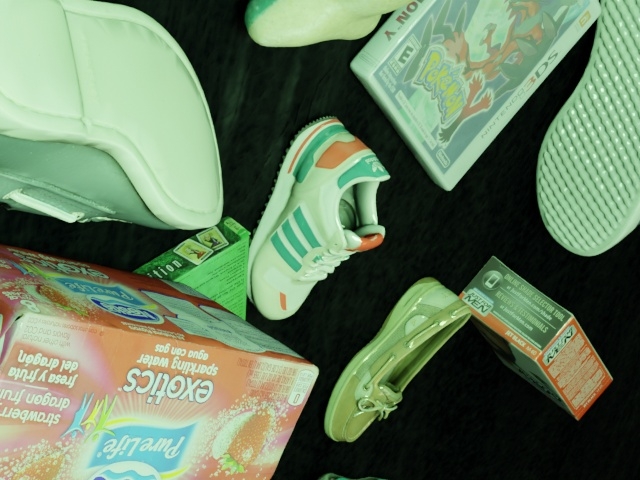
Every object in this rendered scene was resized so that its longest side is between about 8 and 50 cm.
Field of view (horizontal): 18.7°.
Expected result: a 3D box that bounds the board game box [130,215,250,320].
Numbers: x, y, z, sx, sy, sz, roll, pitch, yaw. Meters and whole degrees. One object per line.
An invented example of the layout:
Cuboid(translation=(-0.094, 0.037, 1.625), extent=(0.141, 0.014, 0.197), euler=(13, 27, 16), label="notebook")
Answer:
Cuboid(translation=(-0.151, 0.094, 1.262), extent=(0.259, 0.030, 0.136), euler=(-31, 142, -32), label="board game box")

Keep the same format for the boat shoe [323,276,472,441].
Cuboid(translation=(0.060, 0.102, 1.546), extent=(0.153, 0.048, 0.056), euler=(-53, 151, 2), label="boat shoe")

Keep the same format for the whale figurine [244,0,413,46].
Cuboid(translation=(0.050, -0.222, 1.122), extent=(0.216, 0.141, 0.272), euler=(-15, 159, -47), label="whale figurine")

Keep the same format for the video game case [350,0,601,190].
Cuboid(translation=(0.116, -0.144, 1.377), extent=(0.183, 0.023, 0.201), euler=(-50, 151, -4), label="video game case")

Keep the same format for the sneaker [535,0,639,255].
Cuboid(translation=(0.277, -0.120, 1.555), extent=(0.161, 0.102, 0.282), euler=(-21, 139, -47), label="sneaker")

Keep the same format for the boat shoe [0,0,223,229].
Cuboid(translation=(-0.147, -0.068, 1.054), extent=(0.099, 0.116, 0.319), euler=(-12, 166, 19), label="boat shoe")

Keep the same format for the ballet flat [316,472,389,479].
Cuboid(translation=(0.031, 0.239, 1.659), extent=(0.068, 0.072, 0.213), euler=(-30, 155, 18), label="ballet flat")

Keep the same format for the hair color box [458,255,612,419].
Cuboid(translation=(0.184, 0.086, 1.657), extent=(0.053, 0.093, 0.167), euler=(-49, 150, -6), label="hair color box")

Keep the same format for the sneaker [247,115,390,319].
Cuboid(translation=(0.000, 0.000, 1.320), extent=(0.057, 0.075, 0.161), euler=(-16, 135, -46), label="sneaker")

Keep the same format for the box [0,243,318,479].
Cuboid(translation=(-0.140, 0.085, 1.124), extent=(0.257, 0.128, 0.123), euler=(15, 101, -52), label="box")
